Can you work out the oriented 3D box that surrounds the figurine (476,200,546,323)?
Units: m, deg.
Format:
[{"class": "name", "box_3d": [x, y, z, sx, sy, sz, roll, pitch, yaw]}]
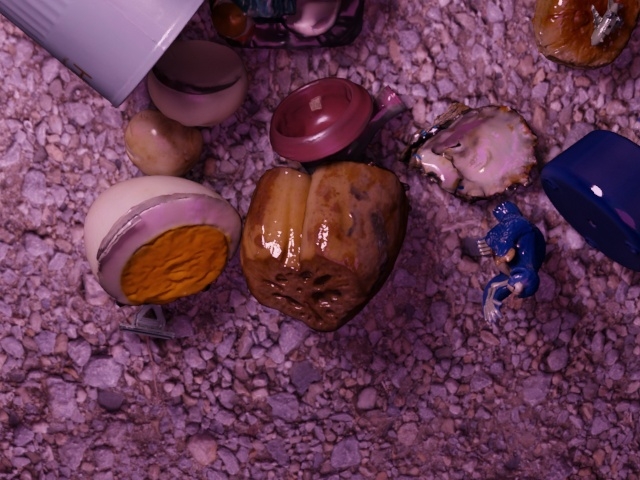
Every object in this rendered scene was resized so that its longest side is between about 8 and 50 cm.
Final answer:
[{"class": "figurine", "box_3d": [0.372, 0.033, 1.528, 0.120, 0.262, 0.164, 11, 128, -1]}]

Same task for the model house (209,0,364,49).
[{"class": "model house", "box_3d": [-0.049, -0.389, 1.279, 0.271, 0.301, 0.190, 0, 108, -4]}]

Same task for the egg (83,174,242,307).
[{"class": "egg", "box_3d": [-0.289, -0.021, 1.458, 0.286, 0.174, 0.264, 1, 130, -38]}]

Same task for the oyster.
[{"class": "oyster", "box_3d": [0.279, -0.159, 1.522, 0.259, 0.092, 0.198, -12, 116, -9]}]

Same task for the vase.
[{"class": "vase", "box_3d": [0.063, -0.194, 1.492, 0.214, 0.086, 0.086, -41, 111, 9]}]

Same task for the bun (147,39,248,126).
[{"class": "bun", "box_3d": [-0.208, -0.258, 1.391, 0.172, 0.173, 0.120, 3, 134, -6]}]

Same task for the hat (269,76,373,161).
[{"class": "hat", "box_3d": [0.004, -0.201, 1.421, 0.205, 0.205, 0.089, -25, 131, 7]}]

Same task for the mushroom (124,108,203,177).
[{"class": "mushroom", "box_3d": [-0.281, -0.174, 1.452, 0.148, 0.112, 0.148, 12, 142, 10]}]

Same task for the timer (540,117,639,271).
[{"class": "timer", "box_3d": [0.628, -0.159, 1.482, 0.383, 0.270, 0.270, -44, 111, 0]}]

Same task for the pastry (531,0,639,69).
[{"class": "pastry", "box_3d": [0.468, -0.397, 1.418, 0.182, 0.093, 0.193, 7, 107, -14]}]

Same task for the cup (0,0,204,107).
[{"class": "cup", "box_3d": [-0.334, -0.412, 1.195, 0.311, 0.331, 0.257, 38, 129, -19]}]

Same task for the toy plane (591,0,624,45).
[{"class": "toy plane", "box_3d": [0.481, -0.365, 1.364, 0.080, 0.033, 0.083, 13, 108, -33]}]

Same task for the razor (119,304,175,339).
[{"class": "razor", "box_3d": [-0.317, 0.061, 1.597, 0.111, 0.056, 0.278, 12, 106, -11]}]

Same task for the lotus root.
[{"class": "lotus root", "box_3d": [0.000, 0.000, 1.437, 0.316, 0.250, 0.316, 8, 142, 7]}]
